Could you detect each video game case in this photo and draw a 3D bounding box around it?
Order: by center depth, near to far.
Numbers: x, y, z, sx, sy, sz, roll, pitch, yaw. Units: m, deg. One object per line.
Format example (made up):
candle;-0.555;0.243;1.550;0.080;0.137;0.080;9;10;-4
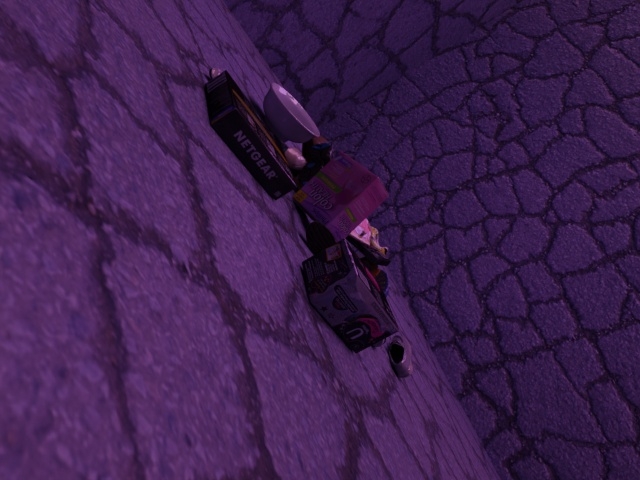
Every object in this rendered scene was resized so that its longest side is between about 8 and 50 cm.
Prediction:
video game case;0.169;0.013;2.017;0.248;0.035;0.275;42;9;17

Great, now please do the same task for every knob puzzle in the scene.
knob puzzle;0.137;-0.086;1.928;0.213;0.030;0.213;26;39;-24

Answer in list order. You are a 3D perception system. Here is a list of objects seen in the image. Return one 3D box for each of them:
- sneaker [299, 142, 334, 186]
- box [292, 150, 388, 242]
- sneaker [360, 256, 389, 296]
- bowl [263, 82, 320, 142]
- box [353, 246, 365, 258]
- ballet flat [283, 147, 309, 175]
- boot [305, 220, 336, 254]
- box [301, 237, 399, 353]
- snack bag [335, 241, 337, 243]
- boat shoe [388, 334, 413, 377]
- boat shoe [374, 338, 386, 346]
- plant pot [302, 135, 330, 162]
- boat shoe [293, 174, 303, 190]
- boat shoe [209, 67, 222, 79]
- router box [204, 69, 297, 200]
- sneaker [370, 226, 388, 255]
sneaker;0.008;-0.267;1.921;0.341;0.125;0.139;-71;152;-53
box;0.067;-0.152;1.665;0.213;0.243;0.117;44;-2;40
sneaker;0.228;0.184;2.017;0.296;0.112;0.131;-103;179;-62
bowl;-0.149;-0.518;2.066;0.298;0.134;0.298;44;20;-20
box;0.225;0.083;2.443;0.126;0.072;0.137;59;9;-9
ballet flat;-0.084;-0.314;1.976;0.086;0.086;0.248;62;10;12
boot;0.000;0.000;1.586;0.246;0.083;0.161;54;1;-41
box;0.077;0.151;1.270;0.247;0.142;0.163;52;14;-35
snack bag;0.075;0.043;1.901;0.323;0.037;0.342;57;10;-16
boat shoe;0.291;0.408;1.786;0.081;0.079;0.227;61;12;-20
boat shoe;0.166;0.269;1.623;0.083;0.065;0.183;34;34;-72
plant pot;-0.007;-0.395;2.242;0.237;0.110;0.237;173;-90;-75
boat shoe;-0.078;-0.235;1.909;0.056;0.048;0.153;58;10;-9
boat shoe;-0.318;-0.502;1.506;0.125;0.038;0.046;5;97;-72
router box;-0.198;-0.297;1.376;0.309;0.081;0.243;51;12;-42
sneaker;0.240;-0.048;2.696;0.384;0.147;0.145;60;11;10
